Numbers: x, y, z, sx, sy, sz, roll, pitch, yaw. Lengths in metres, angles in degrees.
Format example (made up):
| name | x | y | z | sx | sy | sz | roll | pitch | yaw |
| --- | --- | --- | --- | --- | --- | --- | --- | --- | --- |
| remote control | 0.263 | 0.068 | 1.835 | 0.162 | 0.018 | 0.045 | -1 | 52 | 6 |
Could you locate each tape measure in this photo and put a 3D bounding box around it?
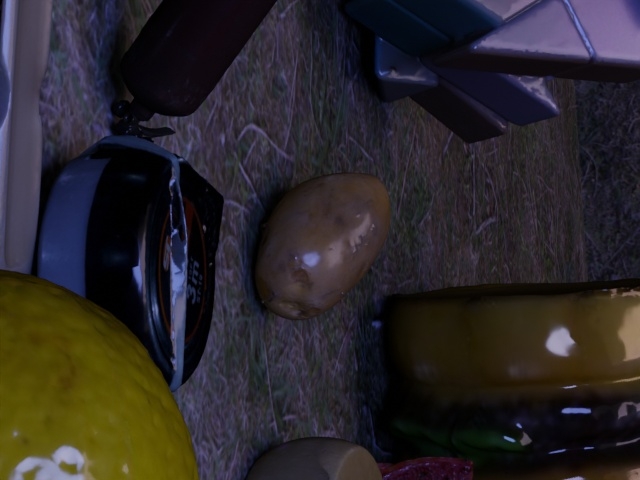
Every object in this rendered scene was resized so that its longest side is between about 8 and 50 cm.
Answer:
| name | x | y | z | sx | sy | sz | roll | pitch | yaw |
| --- | --- | --- | --- | --- | --- | --- | --- | --- | --- |
| tape measure | -0.138 | 0.020 | 1.291 | 0.181 | 0.107 | 0.182 | 57 | 36 | -63 |

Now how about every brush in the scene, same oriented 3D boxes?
| name | x | y | z | sx | sy | sz | roll | pitch | yaw |
| --- | --- | --- | --- | --- | --- | --- | --- | --- | --- |
| brush | -0.210 | -0.112 | 1.188 | 0.060 | 0.050 | 0.321 | -20 | 116 | -73 |

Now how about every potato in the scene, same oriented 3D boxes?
| name | x | y | z | sx | sy | sz | roll | pitch | yaw |
| --- | --- | --- | --- | --- | --- | --- | --- | --- | --- |
| potato | 0.000 | 0.000 | 1.703 | 0.109 | 0.118 | 0.178 | 47 | 48 | -11 |

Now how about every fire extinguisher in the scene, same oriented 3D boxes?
| name | x | y | z | sx | sy | sz | roll | pitch | yaw |
| --- | --- | --- | --- | --- | --- | --- | --- | --- | --- |
| fire extinguisher | -0.079 | -0.172 | 1.372 | 0.268 | 0.072 | 0.089 | -53 | 156 | 12 |

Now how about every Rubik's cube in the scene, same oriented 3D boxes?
| name | x | y | z | sx | sy | sz | roll | pitch | yaw |
| --- | --- | --- | --- | --- | --- | --- | --- | --- | --- |
| Rubik's cube | 0.192 | -0.314 | 1.964 | 0.368 | 0.358 | 0.387 | -34 | 98 | -27 |

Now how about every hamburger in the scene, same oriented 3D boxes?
| name | x | y | z | sx | sy | sz | roll | pitch | yaw |
| --- | --- | --- | --- | --- | --- | --- | --- | --- | --- |
| hamburger | 0.264 | 0.187 | 2.052 | 0.396 | 0.395 | 0.278 | -8 | 94 | -71 |

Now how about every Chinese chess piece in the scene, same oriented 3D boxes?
| name | x | y | z | sx | sy | sz | roll | pitch | yaw |
| --- | --- | --- | --- | --- | --- | --- | --- | --- | --- |
| Chinese chess piece | -0.005 | 0.309 | 1.687 | 0.251 | 0.097 | 0.251 | -2 | 90 | -72 |

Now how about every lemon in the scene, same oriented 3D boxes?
| name | x | y | z | sx | sy | sz | roll | pitch | yaw |
| --- | --- | --- | --- | --- | --- | --- | --- | --- | --- |
| lemon | -0.188 | 0.143 | 0.882 | 0.293 | 0.293 | 0.293 | -1 | 90 | -71 |

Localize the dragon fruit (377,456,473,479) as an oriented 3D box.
| name | x | y | z | sx | sy | sz | roll | pitch | yaw |
| --- | --- | --- | --- | --- | --- | --- | --- | --- | --- |
| dragon fruit | 0.068 | 0.351 | 1.883 | 0.161 | 0.126 | 0.274 | 67 | 41 | -67 |
